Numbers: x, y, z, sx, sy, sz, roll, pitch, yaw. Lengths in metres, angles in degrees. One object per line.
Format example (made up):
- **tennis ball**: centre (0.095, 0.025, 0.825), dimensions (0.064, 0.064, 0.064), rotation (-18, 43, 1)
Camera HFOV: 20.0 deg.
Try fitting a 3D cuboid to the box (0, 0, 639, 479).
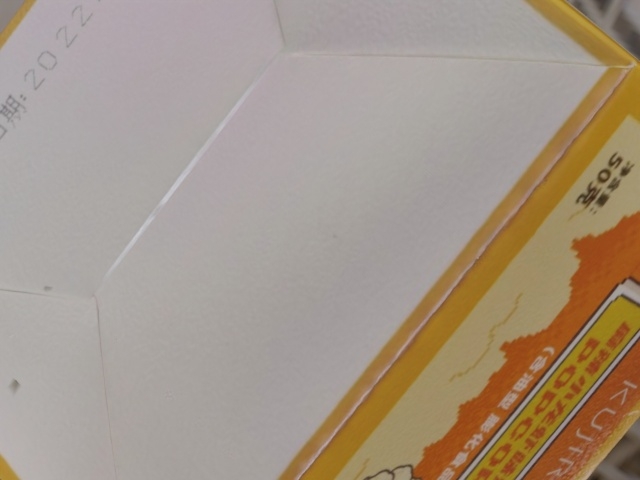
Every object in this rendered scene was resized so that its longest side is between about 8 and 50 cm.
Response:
- **box**: centre (0.000, 0.000, 0.770), dimensions (0.259, 0.283, 0.214), rotation (45, 12, 33)
